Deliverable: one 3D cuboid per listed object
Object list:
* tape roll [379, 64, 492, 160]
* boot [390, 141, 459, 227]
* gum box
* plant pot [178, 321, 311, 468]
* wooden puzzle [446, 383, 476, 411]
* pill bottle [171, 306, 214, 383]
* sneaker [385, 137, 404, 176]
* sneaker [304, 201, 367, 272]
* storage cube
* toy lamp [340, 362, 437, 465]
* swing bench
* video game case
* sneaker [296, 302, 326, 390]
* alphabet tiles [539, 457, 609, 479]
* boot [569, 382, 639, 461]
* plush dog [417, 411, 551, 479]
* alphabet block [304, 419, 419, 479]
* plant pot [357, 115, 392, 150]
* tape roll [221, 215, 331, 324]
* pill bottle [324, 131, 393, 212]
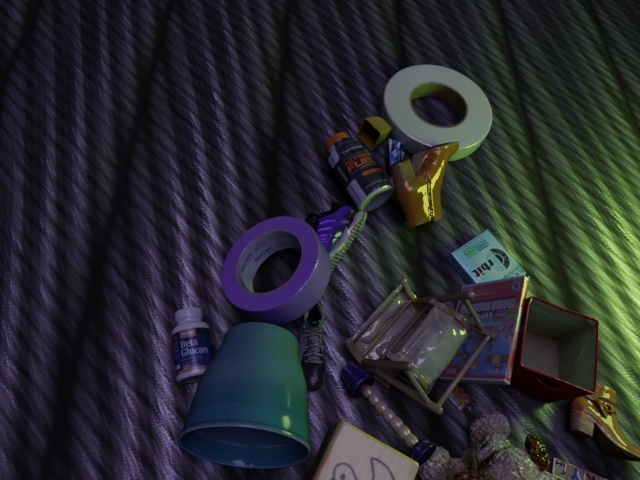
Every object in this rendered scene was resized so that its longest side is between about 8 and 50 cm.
[{"bbox_3d":[0.400,-0.450,1.570,0.392,0.072,0.392,3,62,-6],"label":"tape roll"},{"bbox_3d":[0.342,-0.173,1.387,0.295,0.104,0.211,-28,104,-29],"label":"boot"},{"bbox_3d":[0.493,0.079,1.330,0.157,0.041,0.184,-29,71,-20],"label":"gum box"},{"bbox_3d":[-0.147,0.334,1.007,0.271,0.272,0.255,8,49,-3],"label":"plant pot"},{"bbox_3d":[0.360,0.407,1.167,0.049,0.006,0.083,-33,72,-21],"label":"wooden puzzle"},{"bbox_3d":[-0.314,0.255,1.106,0.094,0.094,0.169,-10,65,-12],"label":"pill bottle"},{"bbox_3d":[0.244,-0.271,1.470,0.059,0.053,0.144,10,64,-5],"label":"sneaker"},{"bbox_3d":[0.000,0.000,1.283,0.146,0.102,0.293,31,60,16],"label":"sneaker"},{"bbox_3d":[0.558,0.285,1.151,0.183,0.193,0.215,20,63,3],"label":"storage cube"},{"bbox_3d":[0.148,0.398,1.065,0.080,0.080,0.274,-32,48,-21],"label":"toy lamp"},{"bbox_3d":[0.242,0.246,1.125,0.253,0.254,0.165,-43,113,-23],"label":"swing bench"},{"bbox_3d":[0.419,0.229,1.163,0.025,0.204,0.285,36,61,-21],"label":"video game case"},{"bbox_3d":[-0.025,0.250,1.126,0.086,0.132,0.229,0,63,-8],"label":"sneaker"},{"bbox_3d":[0.585,0.636,1.079,0.237,0.009,0.198,22,63,3],"label":"alphabet tiles"},{"bbox_3d":[0.744,0.459,1.156,0.197,0.073,0.152,29,59,5],"label":"boot"},{"bbox_3d":[0.379,0.516,0.991,0.262,0.225,0.211,-22,68,-17],"label":"plush dog"},{"bbox_3d":[0.069,0.528,0.964,0.192,0.193,0.197,27,63,5],"label":"alphabet block"},{"bbox_3d":[0.187,-0.362,1.496,0.083,0.081,0.081,-30,70,-33],"label":"plant pot"},{"bbox_3d":[-0.114,0.074,1.159,0.275,0.090,0.275,-14,52,18],"label":"tape roll"},{"bbox_3d":[0.106,-0.215,1.380,0.130,0.130,0.246,-25,68,-18],"label":"pill bottle"}]
